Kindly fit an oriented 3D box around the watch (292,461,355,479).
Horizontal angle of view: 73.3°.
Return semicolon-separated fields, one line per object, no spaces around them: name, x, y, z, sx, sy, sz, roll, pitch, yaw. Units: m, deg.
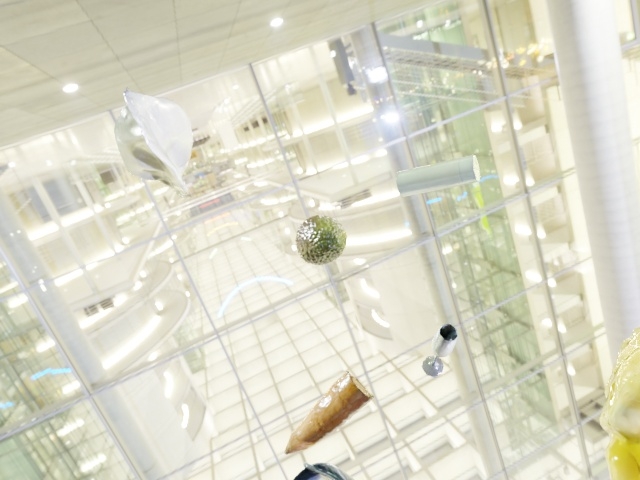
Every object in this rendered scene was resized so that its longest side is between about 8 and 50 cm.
watch;0.000;0.480;0.731;0.193;0.068;0.206;-43;-153;5

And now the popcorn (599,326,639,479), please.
popcorn;0.438;0.203;0.362;0.354;0.389;0.344;35;-163;36

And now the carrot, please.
carrot;0.003;0.333;0.807;0.205;0.072;0.072;-43;-165;6

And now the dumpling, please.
dumpling;-0.266;-0.148;0.718;0.126;0.166;0.216;-23;179;-38

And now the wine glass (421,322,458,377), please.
wine glass;0.352;0.321;1.261;0.074;0.262;0.074;-1;-127;2

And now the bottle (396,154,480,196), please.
bottle;0.303;-0.166;1.119;0.202;0.072;0.072;-9;-161;32

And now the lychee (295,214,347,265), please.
lychee;0.000;0.000;0.942;0.114;0.114;0.146;-26;-177;-20
